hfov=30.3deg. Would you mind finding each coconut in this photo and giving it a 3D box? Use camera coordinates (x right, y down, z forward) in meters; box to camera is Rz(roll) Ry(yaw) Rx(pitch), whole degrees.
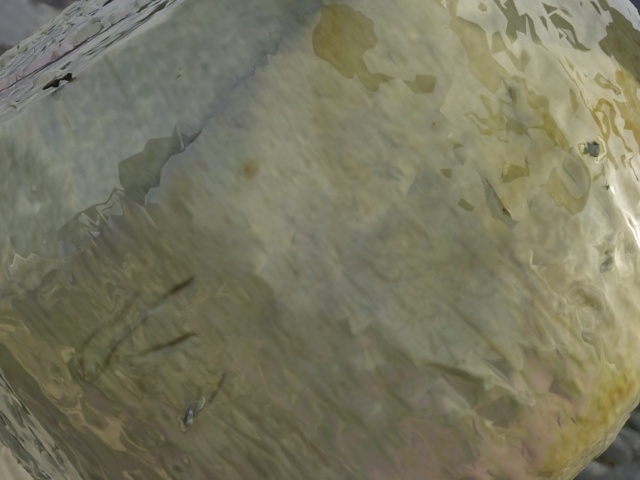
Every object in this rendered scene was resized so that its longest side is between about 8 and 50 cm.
[{"bbox_3d":[0.000,0.000,0.466,0.255,0.297,0.297,56,2,-23],"label":"coconut"}]
